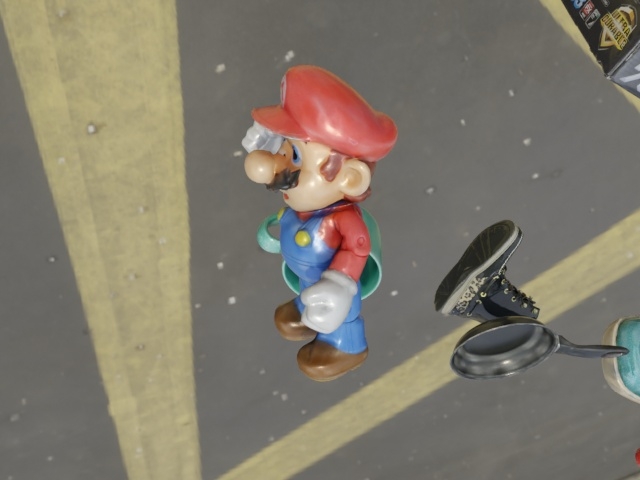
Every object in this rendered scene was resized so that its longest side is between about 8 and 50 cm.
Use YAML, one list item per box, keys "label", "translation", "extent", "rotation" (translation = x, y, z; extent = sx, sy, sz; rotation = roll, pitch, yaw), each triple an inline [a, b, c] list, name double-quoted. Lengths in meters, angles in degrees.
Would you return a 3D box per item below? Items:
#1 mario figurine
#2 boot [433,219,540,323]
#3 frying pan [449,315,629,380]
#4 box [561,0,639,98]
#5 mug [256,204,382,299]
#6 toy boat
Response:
- label: "mario figurine"
  translation: [-0.027, -0.019, 0.858]
  extent: [0.170, 0.198, 0.321]
  rotation: [-34, 132, -48]
- label: "boot"
  translation: [0.345, 0.078, 1.573]
  extent: [0.178, 0.085, 0.236]
  rotation: [25, 125, -16]
- label: "frying pan"
  translation: [0.387, 0.176, 1.498]
  extent: [0.326, 0.053, 0.197]
  rotation: [-15, 143, 5]
- label: "box"
  translation: [0.391, -0.208, 0.908]
  extent: [0.295, 0.293, 0.073]
  rotation: [23, 125, -21]
- label: "mug"
  translation: [0.010, 0.000, 1.099]
  extent: [0.129, 0.097, 0.158]
  rotation: [-21, 130, 24]
- label: "toy boat"
  translation: [0.699, 0.308, 1.702]
  extent: [0.267, 0.318, 0.148]
  rotation: [9, 161, -30]
